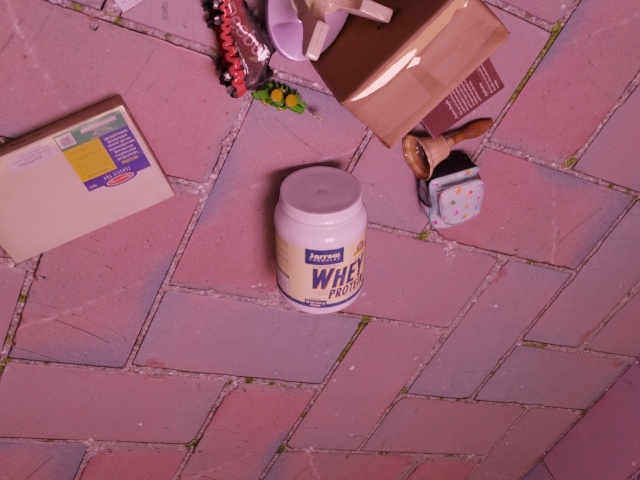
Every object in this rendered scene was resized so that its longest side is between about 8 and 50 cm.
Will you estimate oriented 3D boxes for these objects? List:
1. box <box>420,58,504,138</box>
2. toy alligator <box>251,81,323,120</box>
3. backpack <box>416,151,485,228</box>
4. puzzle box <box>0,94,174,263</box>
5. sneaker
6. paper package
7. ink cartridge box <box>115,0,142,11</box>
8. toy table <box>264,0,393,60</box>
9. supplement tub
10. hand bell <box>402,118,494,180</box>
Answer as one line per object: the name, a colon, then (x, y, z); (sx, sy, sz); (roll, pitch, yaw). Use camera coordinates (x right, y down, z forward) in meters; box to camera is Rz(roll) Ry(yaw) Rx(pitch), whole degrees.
box: (0.275, -0.383, 1.616); (0.203, 0.167, 0.168); (-35, 133, 10)
toy alligator: (-0.071, -0.324, 1.611); (0.190, 0.056, 0.051); (13, 82, -30)
backpack: (0.352, -0.120, 1.893); (0.166, 0.144, 0.188); (-20, 139, -12)
puzzle box: (-0.568, -0.129, 1.576); (0.409, 0.052, 0.272); (-23, 133, -2)
sneaker: (-0.159, -0.433, 1.450); (0.135, 0.097, 0.276); (-19, 131, -13)
paper package: (0.162, -0.407, 1.453); (0.325, 0.309, 0.168); (-43, 129, 15)
ink cartridge box: (-0.299, -0.515, 1.321); (0.207, 0.097, 0.046); (-30, 133, 4)
toy table: (0.000, -0.483, 1.363); (0.252, 0.161, 0.274); (3, 105, -22)
supplement tub: (0.000, 0.000, 1.787); (0.236, 0.235, 0.324); (-11, 132, -13)
hand bell: (0.346, -0.259, 1.812); (0.242, 0.126, 0.126); (-25, 134, -15)
